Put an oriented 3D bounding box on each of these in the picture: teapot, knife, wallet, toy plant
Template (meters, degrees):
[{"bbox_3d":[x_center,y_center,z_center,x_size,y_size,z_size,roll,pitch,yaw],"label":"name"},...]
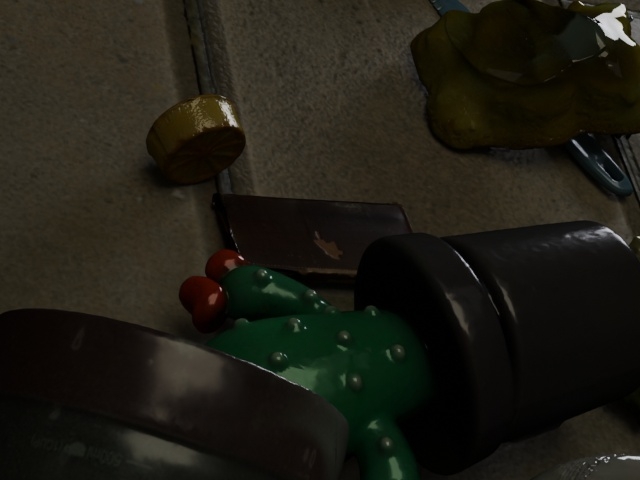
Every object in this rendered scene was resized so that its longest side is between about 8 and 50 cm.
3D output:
[{"bbox_3d":[-0.173,0.211,0.922,0.315,0.233,0.312,14,71,11],"label":"teapot"},{"bbox_3d":[0.206,-0.154,1.571,0.044,0.019,0.313,-21,61,-35],"label":"knife"},{"bbox_3d":[0.000,0.000,1.324,0.176,0.026,0.095,3,45,-25],"label":"wallet"},{"bbox_3d":[0.056,0.103,1.160,0.400,0.185,0.279,-12,78,-24],"label":"toy plant"}]

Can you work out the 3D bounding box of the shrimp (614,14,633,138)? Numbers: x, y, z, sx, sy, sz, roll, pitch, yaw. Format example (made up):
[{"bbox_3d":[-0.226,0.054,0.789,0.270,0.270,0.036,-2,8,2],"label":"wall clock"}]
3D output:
[{"bbox_3d":[0.310,-0.185,1.609,0.082,0.076,0.174,24,41,-37],"label":"shrimp"}]

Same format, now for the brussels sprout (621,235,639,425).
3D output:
[{"bbox_3d":[0.302,0.084,1.352,0.139,0.100,0.181,10,46,-32],"label":"brussels sprout"}]

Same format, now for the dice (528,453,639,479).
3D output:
[{"bbox_3d":[0.218,0.273,1.074,0.194,0.193,0.191,12,49,-15],"label":"dice"}]

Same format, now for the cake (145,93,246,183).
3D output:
[{"bbox_3d":[-0.105,-0.087,1.310,0.084,0.084,0.044,-13,61,-34],"label":"cake"}]

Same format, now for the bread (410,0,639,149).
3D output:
[{"bbox_3d":[0.211,-0.170,1.508,0.233,0.088,0.160,-11,51,-6],"label":"bread"}]
